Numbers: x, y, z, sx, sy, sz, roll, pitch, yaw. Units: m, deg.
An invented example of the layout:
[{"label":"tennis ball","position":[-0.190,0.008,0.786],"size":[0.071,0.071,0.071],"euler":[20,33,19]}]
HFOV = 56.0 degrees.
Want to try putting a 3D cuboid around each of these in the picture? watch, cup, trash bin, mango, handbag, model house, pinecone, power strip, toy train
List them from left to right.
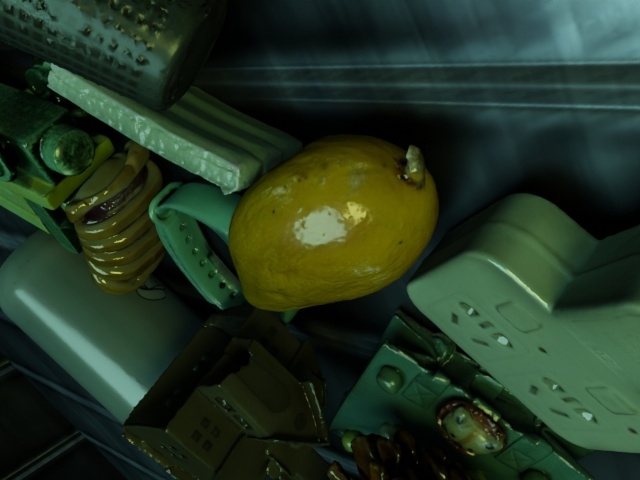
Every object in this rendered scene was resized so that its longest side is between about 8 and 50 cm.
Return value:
[{"label":"toy train","position":[-0.441,-0.135,0.833],"size":[0.397,0.160,0.253],"euler":[22,148,24]},{"label":"cup","position":[-0.353,0.121,0.980],"size":[0.312,0.205,0.205],"euler":[43,145,-3]},{"label":"trash bin","position":[-0.172,-0.202,0.519],"size":[0.161,0.175,0.175],"euler":[31,146,-9]},{"label":"watch","position":[-0.114,0.020,0.779],"size":[0.195,0.068,0.237],"euler":[-11,125,50]},{"label":"model house","position":[-0.065,0.229,0.746],"size":[0.243,0.211,0.204],"euler":[48,147,-18]},{"label":"mango","position":[0.000,0.000,0.572],"size":[0.177,0.119,0.317],"euler":[2,154,-22]},{"label":"pinecone","position":[0.092,0.316,0.638],"size":[0.229,0.201,0.202],"euler":[52,125,30]},{"label":"handbag","position":[0.150,0.244,0.746],"size":[0.269,0.100,0.274],"euler":[35,145,9]},{"label":"power strip","position":[0.222,0.049,0.476],"size":[0.229,0.141,0.261],"euler":[41,159,0]}]

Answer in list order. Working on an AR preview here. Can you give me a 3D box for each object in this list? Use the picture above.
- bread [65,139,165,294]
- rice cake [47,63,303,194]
[{"label":"bread","position":[-0.257,-0.023,0.800],"size":[0.081,0.134,0.225],"euler":[29,146,11]},{"label":"rice cake","position":[-0.140,-0.123,0.601],"size":[0.237,0.127,0.043],"euler":[32,123,13]}]
